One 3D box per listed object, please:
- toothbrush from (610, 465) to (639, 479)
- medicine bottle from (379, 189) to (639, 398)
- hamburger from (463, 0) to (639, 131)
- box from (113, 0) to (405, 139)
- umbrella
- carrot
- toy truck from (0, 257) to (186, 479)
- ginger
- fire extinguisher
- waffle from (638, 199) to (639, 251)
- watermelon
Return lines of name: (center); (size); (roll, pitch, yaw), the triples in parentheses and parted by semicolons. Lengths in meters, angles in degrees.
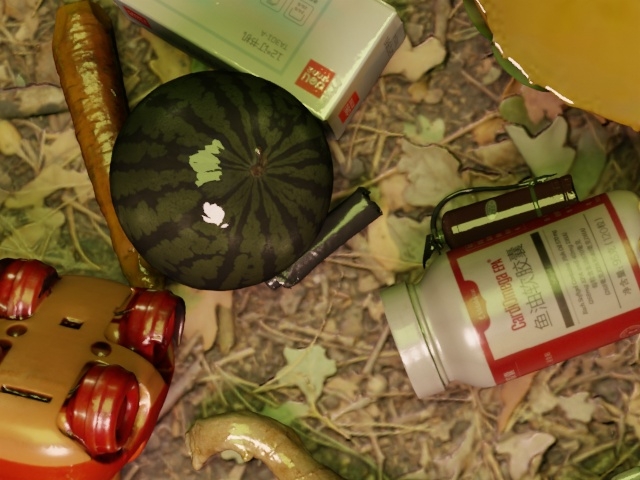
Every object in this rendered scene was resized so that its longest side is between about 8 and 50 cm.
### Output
toothbrush: (0.381, 0.171, 1.708); (0.257, 0.018, 0.024); (-23, 81, 3)
medicine bottle: (0.188, 0.051, 1.708); (0.250, 0.131, 0.131); (-20, 75, 3)
hamburger: (0.292, -0.293, 1.668); (0.395, 0.277, 0.396); (1, 105, 5)
box: (-0.062, -0.223, 1.836); (0.269, 0.079, 0.135); (31, 83, 14)
umbrella: (0.001, 0.001, 1.800); (0.133, 0.031, 0.036); (-39, 48, 1)
carrot: (-0.203, -0.082, 1.839); (0.066, 0.066, 0.314); (-16, 78, 5)
toy truck: (-0.240, 0.168, 1.741); (0.189, 0.239, 0.265); (12, 39, 11)
ginger: (-0.002, 0.229, 1.729); (0.288, 0.075, 0.089); (23, 41, 15)
fire extinguisher: (0.164, -0.025, 1.777); (0.157, 0.045, 0.078); (-18, 47, 6)
waffle: (0.409, -0.011, 1.672); (0.280, 0.060, 0.262); (32, 64, -12)
watermelon: (-0.092, -0.055, 1.737); (0.212, 0.212, 0.212); (-2, 77, 9)
